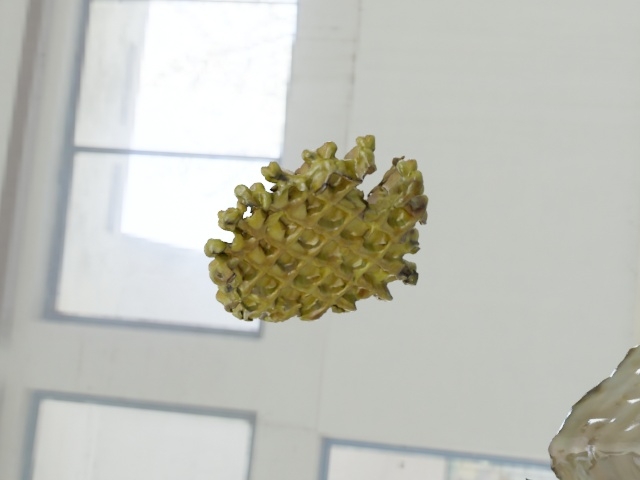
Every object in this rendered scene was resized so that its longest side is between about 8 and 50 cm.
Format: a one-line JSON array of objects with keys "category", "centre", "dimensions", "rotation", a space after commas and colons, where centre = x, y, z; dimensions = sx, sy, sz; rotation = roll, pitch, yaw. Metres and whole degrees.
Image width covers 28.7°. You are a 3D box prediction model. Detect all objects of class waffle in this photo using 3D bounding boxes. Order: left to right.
[{"category": "waffle", "centre": [0.000, 0.000, 1.218], "dimensions": [0.229, 0.231, 0.051], "rotation": [87, 160, -49]}]

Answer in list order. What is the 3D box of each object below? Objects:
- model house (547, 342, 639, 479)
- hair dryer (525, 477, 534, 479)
[{"category": "model house", "centre": [0.453, 0.234, 0.838], "dimensions": [0.445, 0.395, 0.400], "rotation": [62, 155, -9]}, {"category": "hair dryer", "centre": [0.138, 0.242, 0.771], "dimensions": [0.352, 0.107, 0.189], "rotation": [33, -143, -75]}]
